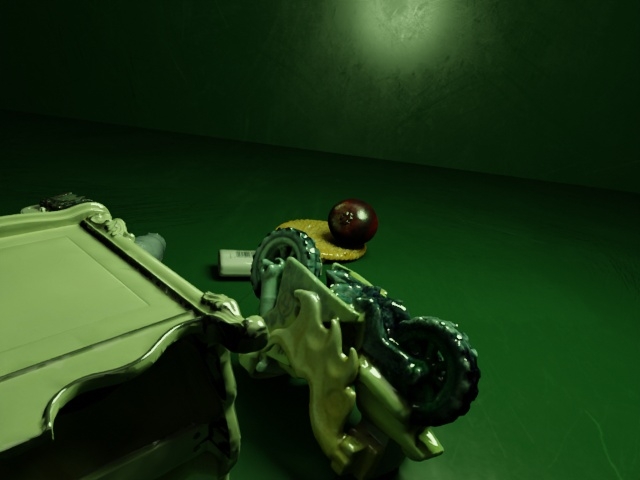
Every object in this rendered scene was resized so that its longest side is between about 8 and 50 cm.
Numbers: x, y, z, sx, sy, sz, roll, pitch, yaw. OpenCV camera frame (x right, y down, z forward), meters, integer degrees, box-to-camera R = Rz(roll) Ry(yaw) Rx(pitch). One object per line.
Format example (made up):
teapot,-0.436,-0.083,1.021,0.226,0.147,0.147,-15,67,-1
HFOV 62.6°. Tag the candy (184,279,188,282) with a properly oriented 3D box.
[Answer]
candy,-0.329,0.124,0.856,0.256,0.094,0.255,7,20,-2

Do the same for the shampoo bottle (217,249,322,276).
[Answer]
shampoo bottle,-0.114,0.052,1.187,0.228,0.055,0.086,1,19,-16

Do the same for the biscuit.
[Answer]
biscuit,0.000,0.000,1.398,0.254,0.035,0.254,8,20,-3

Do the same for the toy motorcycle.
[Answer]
toy motorcycle,0.016,0.145,0.720,0.169,0.236,0.410,8,16,-44

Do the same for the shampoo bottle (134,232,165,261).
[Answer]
shampoo bottle,-0.325,0.043,0.862,0.087,0.049,0.233,8,20,7

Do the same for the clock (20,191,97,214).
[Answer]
clock,-0.650,-0.079,1.354,0.172,0.064,0.198,13,21,17

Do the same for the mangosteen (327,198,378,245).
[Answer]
mangosteen,0.087,-0.044,1.351,0.140,0.140,0.140,6,20,-2

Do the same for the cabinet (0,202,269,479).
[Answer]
cabinet,-0.237,0.158,0.508,0.318,0.289,0.228,26,29,37
